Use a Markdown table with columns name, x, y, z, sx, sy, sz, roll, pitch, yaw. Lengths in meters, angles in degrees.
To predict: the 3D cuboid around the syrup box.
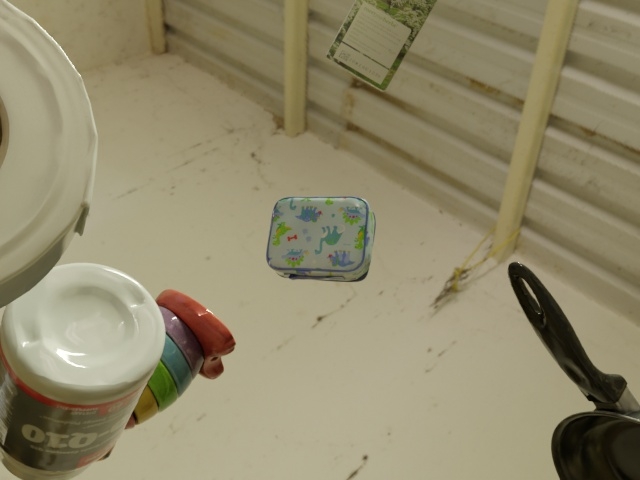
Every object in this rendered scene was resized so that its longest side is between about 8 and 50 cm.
| name | x | y | z | sx | sy | sz | roll | pitch | yaw |
| --- | --- | --- | --- | --- | --- | --- | --- | --- | --- |
| syrup box | 0.103 | -0.326 | 0.860 | 0.093 | 0.096 | 0.237 | 29 | -76 | -6 |

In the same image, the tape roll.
| name | x | y | z | sx | sy | sz | roll | pitch | yaw |
| --- | --- | --- | --- | --- | --- | --- | --- | --- | --- |
| tape roll | -0.332 | -0.072 | 0.526 | 0.286 | 0.286 | 0.100 | 57 | -29 | 1 |

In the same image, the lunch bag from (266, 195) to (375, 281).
| name | x | y | z | sx | sy | sz | roll | pitch | yaw |
| --- | --- | --- | --- | --- | --- | --- | --- | --- | --- |
| lunch bag | 0.000 | 0.000 | 1.348 | 0.219 | 0.176 | 0.090 | 0 | -19 | 16 |

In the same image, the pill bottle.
| name | x | y | z | sx | sy | sz | roll | pitch | yaw |
| --- | --- | --- | --- | --- | --- | --- | --- | --- | --- |
| pill bottle | -0.291 | 0.168 | 0.745 | 0.161 | 0.161 | 0.283 | 48 | -45 | 14 |

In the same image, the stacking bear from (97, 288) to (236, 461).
| name | x | y | z | sx | sy | sz | roll | pitch | yaw |
| --- | --- | --- | --- | --- | --- | --- | --- | --- | --- |
| stacking bear | -0.295 | 0.220 | 0.989 | 0.164 | 0.289 | 0.175 | 42 | -36 | 9 |

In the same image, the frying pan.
| name | x | y | z | sx | sy | sz | roll | pitch | yaw |
| --- | --- | --- | --- | --- | --- | --- | --- | --- | --- |
| frying pan | 0.245 | 0.169 | 0.553 | 0.326 | 0.053 | 0.197 | 50 | -28 | 13 |
